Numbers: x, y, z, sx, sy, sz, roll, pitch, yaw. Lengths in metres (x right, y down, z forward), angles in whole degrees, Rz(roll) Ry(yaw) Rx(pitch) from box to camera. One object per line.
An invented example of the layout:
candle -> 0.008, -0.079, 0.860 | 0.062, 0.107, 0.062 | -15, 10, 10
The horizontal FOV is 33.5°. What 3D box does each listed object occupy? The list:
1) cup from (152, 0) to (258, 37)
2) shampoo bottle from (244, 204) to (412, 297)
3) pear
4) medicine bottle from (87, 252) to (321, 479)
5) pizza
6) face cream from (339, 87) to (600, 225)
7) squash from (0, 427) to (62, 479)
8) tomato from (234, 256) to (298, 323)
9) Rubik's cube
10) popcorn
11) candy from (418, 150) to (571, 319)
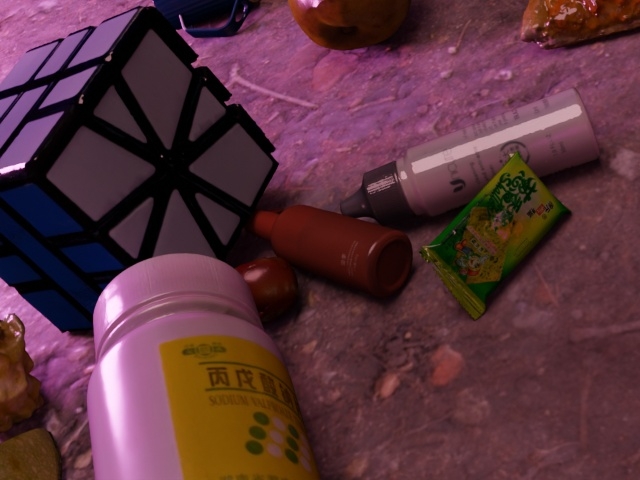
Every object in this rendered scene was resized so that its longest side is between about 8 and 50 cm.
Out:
cup -> -0.195, -0.416, 1.787 | 0.155, 0.131, 0.176 | -18, 68, 20
shampoo bottle -> -0.002, 0.000, 1.288 | 0.244, 0.085, 0.085 | 19, 61, 44
pear -> 0.043, -0.372, 1.543 | 0.200, 0.200, 0.200 | -16, 43, 16
medicine bottle -> -0.121, 0.202, 1.059 | 0.214, 0.213, 0.378 | -27, 42, 4
pizza -> 0.398, -0.379, 1.430 | 0.268, 0.087, 0.257 | -13, 41, 22
face cream -> 0.169, -0.088, 1.265 | 0.311, 0.092, 0.092 | -19, 43, 12
squash -> -0.394, 0.300, 1.218 | 0.192, 0.085, 0.184 | -31, 41, 1
tomato -> -0.066, 0.059, 1.270 | 0.087, 0.087, 0.075 | -20, 78, 12
Rubik's cube -> -0.273, -0.079, 1.335 | 0.283, 0.288, 0.293 | -11, 41, 42
popcorn -> -0.425, 0.170, 1.316 | 0.174, 0.173, 0.142 | -4, 31, 27
candy -> 0.195, -0.009, 1.176 | 0.178, 0.102, 0.032 | -45, 6, -17
